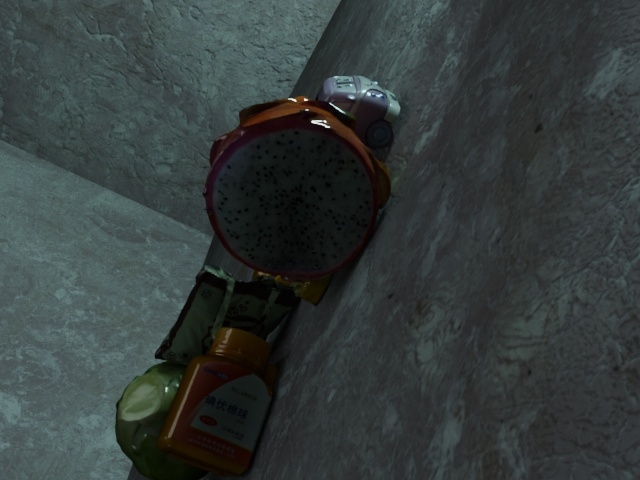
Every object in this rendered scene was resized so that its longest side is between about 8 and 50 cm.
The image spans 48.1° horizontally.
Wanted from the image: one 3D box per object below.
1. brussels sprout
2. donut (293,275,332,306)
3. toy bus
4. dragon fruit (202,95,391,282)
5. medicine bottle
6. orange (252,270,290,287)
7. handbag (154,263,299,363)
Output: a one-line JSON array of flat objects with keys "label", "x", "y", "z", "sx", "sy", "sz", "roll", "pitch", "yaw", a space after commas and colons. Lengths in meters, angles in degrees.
[{"label": "brussels sprout", "x": -0.278, "y": 0.335, "z": 1.341, "sx": 0.219, "sy": 0.210, "sz": 0.271, "roll": -63, "pitch": -27, "yaw": -18}, {"label": "donut", "x": -0.012, "y": 0.061, "z": 1.241, "sx": 0.097, "sy": 0.043, "sz": 0.108, "roll": -67, "pitch": 16, "yaw": -7}, {"label": "toy bus", "x": 0.041, "y": -0.190, "z": 1.270, "sx": 0.202, "sy": 0.142, "sz": 0.142, "roll": -59, "pitch": 12, "yaw": 22}, {"label": "dragon fruit", "x": -0.046, "y": -0.092, "z": 1.136, "sx": 0.291, "sy": 0.290, "sz": 0.189, "roll": -61, "pitch": 13, "yaw": 18}, {"label": "medicine bottle", "x": -0.165, "y": 0.267, "z": 1.208, "sx": 0.112, "sy": 0.149, "sz": 0.222, "roll": -41, "pitch": 26, "yaw": 59}, {"label": "orange", "x": -0.099, "y": 0.077, "z": 1.485, "sx": 0.084, "sy": 0.083, "sz": 0.083, "roll": -59, "pitch": 13, "yaw": 23}, {"label": "handbag", "x": -0.176, "y": 0.159, "z": 1.360, "sx": 0.235, "sy": 0.213, "sz": 0.127, "roll": -56, "pitch": 33, "yaw": 31}]
